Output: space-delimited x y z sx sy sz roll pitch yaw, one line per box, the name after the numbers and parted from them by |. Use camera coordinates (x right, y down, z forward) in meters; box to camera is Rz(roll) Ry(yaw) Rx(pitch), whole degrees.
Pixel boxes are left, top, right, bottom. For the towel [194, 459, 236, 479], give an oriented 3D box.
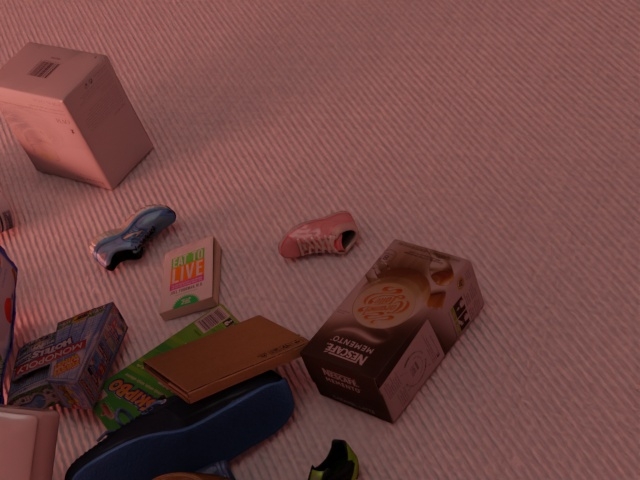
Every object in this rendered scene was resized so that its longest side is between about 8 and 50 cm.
-0.170 0.352 1.767 0.119 0.067 0.029 -25 3 -4 | towel

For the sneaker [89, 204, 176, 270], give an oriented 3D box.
-0.317 0.001 2.248 0.162 0.063 0.073 -34 58 -7 | sneaker

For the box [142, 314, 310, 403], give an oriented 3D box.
-0.136 0.168 1.878 0.201 0.021 0.164 -21 21 -25 | box

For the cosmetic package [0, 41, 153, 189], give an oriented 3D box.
-0.473 -0.235 2.442 0.224 0.224 0.138 14 54 36 | cosmetic package

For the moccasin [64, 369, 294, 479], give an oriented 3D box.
-0.202 0.282 1.832 0.342 0.137 0.117 -20 29 -21 | moccasin

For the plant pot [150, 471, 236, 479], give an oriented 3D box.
-0.136 0.372 1.534 0.237 0.254 0.237 -6 58 10 | plant pot

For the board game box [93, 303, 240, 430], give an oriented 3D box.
-0.227 0.205 1.982 0.259 0.039 0.124 -32 39 -15 | board game box

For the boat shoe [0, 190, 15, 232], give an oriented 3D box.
-0.692 -0.092 2.472 0.105 0.113 0.306 -24 47 -25 | boat shoe

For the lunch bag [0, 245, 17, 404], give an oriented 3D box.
-0.664 0.116 2.002 0.239 0.385 0.327 -44 36 37 | lunch bag

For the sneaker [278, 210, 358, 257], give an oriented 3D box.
0.000 0.000 2.094 0.134 0.051 0.070 -24 34 -8 | sneaker

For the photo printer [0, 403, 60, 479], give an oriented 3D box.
-0.495 0.369 1.747 0.256 0.107 0.307 6 85 9 | photo printer

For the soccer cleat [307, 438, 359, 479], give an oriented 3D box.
-0.004 0.340 1.696 0.060 0.072 0.179 6 47 30 | soccer cleat

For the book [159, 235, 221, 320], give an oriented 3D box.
-0.215 0.064 2.142 0.096 0.035 0.144 -17 41 12 | book

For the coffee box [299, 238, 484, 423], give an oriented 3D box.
0.107 0.126 1.865 0.141 0.098 0.246 16 52 37 | coffee box

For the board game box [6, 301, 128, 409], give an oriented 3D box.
-0.404 0.201 2.017 0.194 0.060 0.194 -21 29 7 | board game box
